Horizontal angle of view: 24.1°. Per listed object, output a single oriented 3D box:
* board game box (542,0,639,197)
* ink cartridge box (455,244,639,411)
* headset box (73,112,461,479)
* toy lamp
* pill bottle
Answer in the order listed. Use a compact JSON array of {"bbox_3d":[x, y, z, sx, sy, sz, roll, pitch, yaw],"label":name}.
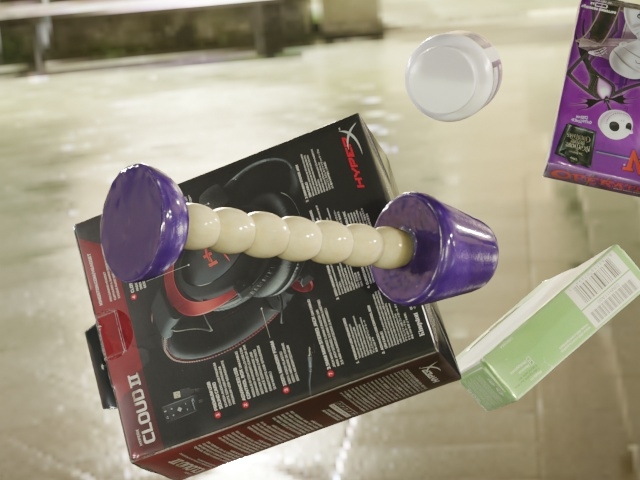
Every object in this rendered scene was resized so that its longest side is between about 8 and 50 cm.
[{"bbox_3d":[0.425,-0.130,1.580,0.347,0.208,0.056,12,-14,5],"label":"board game box"},{"bbox_3d":[0.204,0.092,1.444,0.171,0.056,0.235,-39,-5,-13],"label":"ink cartridge box"},{"bbox_3d":[-0.060,0.055,1.242,0.293,0.218,0.110,-22,-22,9],"label":"headset box"},{"bbox_3d":[0.000,0.000,0.946,0.275,0.080,0.080,4,6,-39],"label":"toy lamp"},{"bbox_3d":[0.162,-0.201,1.841,0.108,0.108,0.193,-2,9,13],"label":"pill bottle"}]
